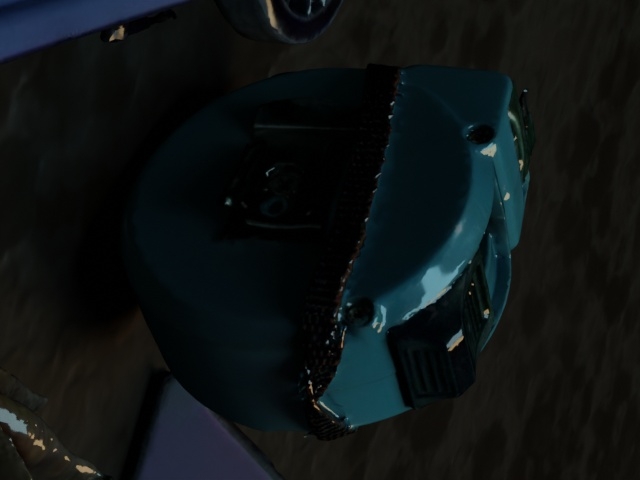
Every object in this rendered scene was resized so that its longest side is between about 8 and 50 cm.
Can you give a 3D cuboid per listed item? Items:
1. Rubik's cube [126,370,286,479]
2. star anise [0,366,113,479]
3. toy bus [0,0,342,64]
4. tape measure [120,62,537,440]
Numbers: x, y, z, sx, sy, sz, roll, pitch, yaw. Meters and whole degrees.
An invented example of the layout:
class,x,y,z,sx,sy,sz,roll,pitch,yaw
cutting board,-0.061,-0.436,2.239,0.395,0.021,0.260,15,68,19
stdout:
class,x,y,z,sx,sy,sz,roll,pitch,yaw
Rubik's cube,-0.062,0.166,0.657,0.178,0.211,0.190,-38,103,-25
star anise,-0.109,0.041,0.477,0.124,0.056,0.129,29,32,-24
toy bus,-0.102,-0.091,0.384,0.292,0.125,0.133,-30,126,-54
tape measure,0.000,0.000,0.615,0.081,0.125,0.146,74,25,-46
